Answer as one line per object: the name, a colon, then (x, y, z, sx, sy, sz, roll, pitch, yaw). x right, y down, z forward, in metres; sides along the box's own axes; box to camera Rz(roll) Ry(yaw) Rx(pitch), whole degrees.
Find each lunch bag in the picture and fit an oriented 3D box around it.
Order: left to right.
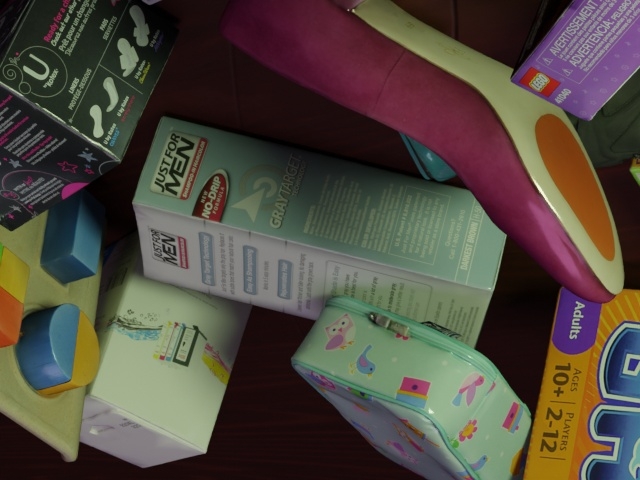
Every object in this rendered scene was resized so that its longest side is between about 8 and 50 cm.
lunch bag: (0.103, 0.168, 1.621, 0.224, 0.108, 0.279, 23, 161, 40)

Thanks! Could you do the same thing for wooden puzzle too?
wooden puzzle: (-0.317, 0.024, 1.651, 0.080, 0.322, 0.348, -13, 143, 20)

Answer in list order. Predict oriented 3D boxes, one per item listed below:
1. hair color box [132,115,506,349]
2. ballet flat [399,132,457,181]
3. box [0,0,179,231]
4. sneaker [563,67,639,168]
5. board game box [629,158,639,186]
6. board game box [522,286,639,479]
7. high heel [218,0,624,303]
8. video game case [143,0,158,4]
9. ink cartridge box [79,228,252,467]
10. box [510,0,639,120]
hair color box: (0.000, 0.000, 1.635, 0.374, 0.113, 0.185, 13, 154, 4)
ballet flat: (0.083, -0.144, 1.367, 0.087, 0.083, 0.247, -24, 139, 18)
box: (-0.273, -0.138, 1.470, 0.142, 0.163, 0.247, 33, 149, -23)
sneaker: (0.230, -0.099, 1.323, 0.130, 0.109, 0.286, 15, 155, -7)
board game box: (0.396, -0.011, 1.471, 0.124, 0.039, 0.259, -1, 147, 33)
board game box: (0.438, 0.287, 1.628, 0.356, 0.356, 0.356, 2, 156, 28)
high heel: (0.081, -0.084, 1.226, 0.181, 0.127, 0.377, -35, 83, 30)
video game case: (-0.158, -0.268, 1.314, 0.143, 0.019, 0.157, -13, 142, 45)
ink cartridge box: (-0.212, 0.134, 1.882, 0.168, 0.232, 0.171, 29, 151, -24)
box: (0.207, -0.234, 0.856, 0.057, 0.293, 0.201, 26, 152, -5)
